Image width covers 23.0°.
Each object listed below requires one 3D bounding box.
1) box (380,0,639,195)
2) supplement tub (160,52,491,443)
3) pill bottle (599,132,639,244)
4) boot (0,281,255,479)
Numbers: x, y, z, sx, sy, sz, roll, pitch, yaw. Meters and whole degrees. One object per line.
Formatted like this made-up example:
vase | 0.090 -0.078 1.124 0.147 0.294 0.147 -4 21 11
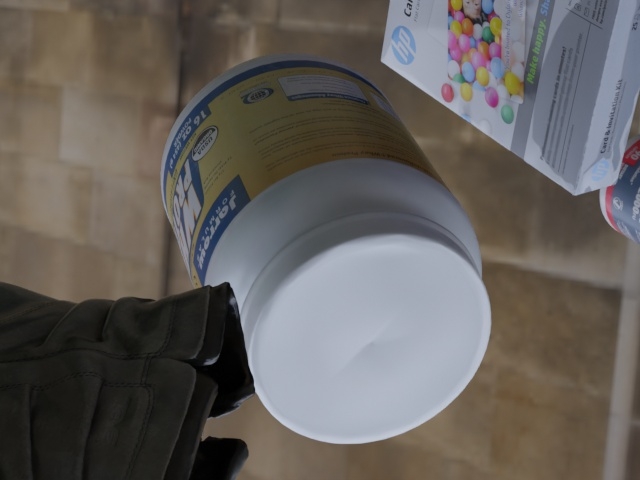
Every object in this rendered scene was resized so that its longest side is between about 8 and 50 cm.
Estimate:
box | 0.113 -0.134 0.926 0.038 0.145 0.186 -15 -141 -32
supplement tub | 0.000 0.000 0.836 0.144 0.144 0.199 2 -152 -18
pill bottle | 0.345 -0.023 1.412 0.108 0.108 0.180 0 -158 -31
boot | -0.118 0.089 0.546 0.161 0.083 0.246 1 -142 15
